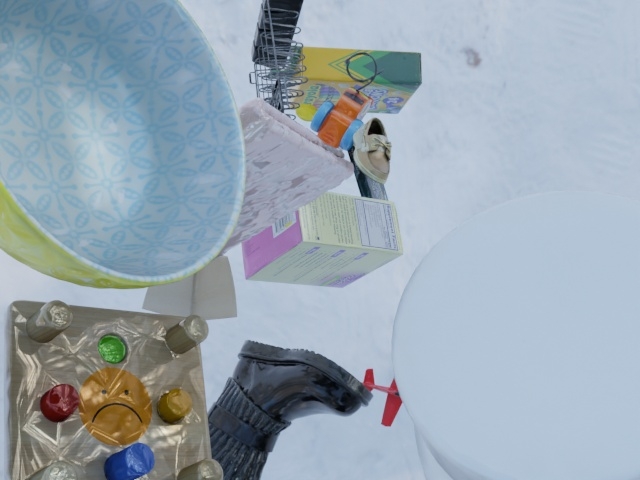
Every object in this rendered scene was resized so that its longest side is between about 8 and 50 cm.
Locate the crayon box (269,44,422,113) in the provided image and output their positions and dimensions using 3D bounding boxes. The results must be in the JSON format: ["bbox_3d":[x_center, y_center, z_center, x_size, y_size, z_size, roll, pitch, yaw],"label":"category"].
[{"bbox_3d":[0.049,-0.365,1.969,0.323,0.203,0.083,1,79,-9],"label":"crayon box"}]

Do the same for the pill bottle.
[{"bbox_3d":[0.196,0.152,0.615,0.224,0.392,0.224,-13,53,17],"label":"pill bottle"}]

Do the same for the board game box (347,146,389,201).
[{"bbox_3d":[0.112,-0.130,1.918,0.026,0.126,0.186,-14,96,21],"label":"board game box"}]

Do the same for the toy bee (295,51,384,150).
[{"bbox_3d":[0.062,-0.251,1.810,0.298,0.162,0.195,-37,92,27],"label":"toy bee"}]

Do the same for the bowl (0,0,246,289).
[{"bbox_3d":[-0.213,-0.087,0.712,0.156,0.290,0.289,-18,73,34],"label":"bowl"}]

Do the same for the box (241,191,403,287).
[{"bbox_3d":[0.000,0.000,1.708,0.243,0.214,0.117,8,64,-33],"label":"box"}]

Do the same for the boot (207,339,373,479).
[{"bbox_3d":[-0.081,0.333,1.546,0.348,0.131,0.260,2,56,50],"label":"boot"}]

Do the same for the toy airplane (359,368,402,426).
[{"bbox_3d":[0.138,0.307,1.770,0.151,0.028,0.151,0,92,-11],"label":"toy airplane"}]

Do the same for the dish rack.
[{"bbox_3d":[-0.069,-0.273,1.447,0.074,0.208,0.271,-1,66,-12],"label":"dish rack"}]

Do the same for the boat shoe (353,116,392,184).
[{"bbox_3d":[0.076,-0.130,1.208,0.050,0.135,0.045,23,121,-25],"label":"boat shoe"}]

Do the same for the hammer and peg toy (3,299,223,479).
[{"bbox_3d":[-0.289,0.200,0.982,0.127,0.361,0.265,-33,58,43],"label":"hammer and peg toy"}]

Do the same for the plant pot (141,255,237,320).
[{"bbox_3d":[-0.198,0.066,1.333,0.109,0.109,0.096,10,94,34],"label":"plant pot"}]

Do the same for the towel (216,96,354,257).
[{"bbox_3d":[-0.145,-0.048,1.074,0.332,0.317,0.053,-31,75,15],"label":"towel"}]
